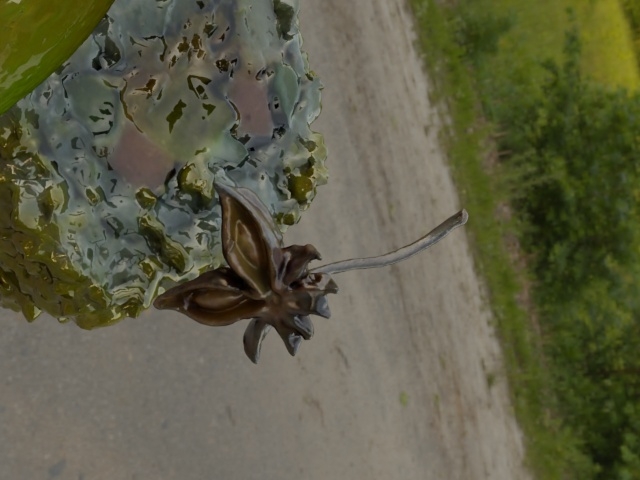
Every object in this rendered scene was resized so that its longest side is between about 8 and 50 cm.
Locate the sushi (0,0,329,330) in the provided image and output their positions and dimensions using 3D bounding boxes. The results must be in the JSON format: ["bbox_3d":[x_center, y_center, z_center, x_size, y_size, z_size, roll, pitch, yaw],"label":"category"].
[{"bbox_3d":[-0.190,-0.135,0.836,0.396,0.240,0.351,-31,110,-39],"label":"sushi"}]

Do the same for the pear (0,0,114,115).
[{"bbox_3d":[-0.167,-0.235,0.365,0.399,0.165,0.399,-8,90,-77],"label":"pear"}]

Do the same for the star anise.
[{"bbox_3d":[0.000,0.000,0.740,0.227,0.218,0.148,-41,125,-68],"label":"star anise"}]
